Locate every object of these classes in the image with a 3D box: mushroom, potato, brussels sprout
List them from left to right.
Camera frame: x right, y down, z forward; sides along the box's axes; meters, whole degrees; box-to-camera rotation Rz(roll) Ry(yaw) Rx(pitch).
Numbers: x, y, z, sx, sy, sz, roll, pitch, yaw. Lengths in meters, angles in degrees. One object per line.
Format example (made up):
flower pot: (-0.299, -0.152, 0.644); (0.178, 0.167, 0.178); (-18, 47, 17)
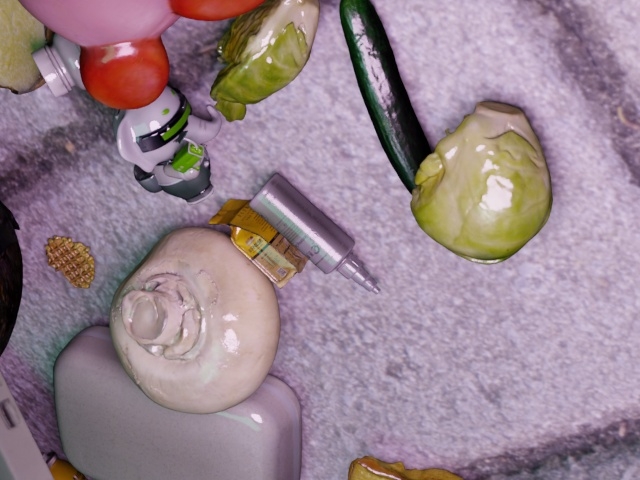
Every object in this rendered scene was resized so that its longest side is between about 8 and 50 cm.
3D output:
potato: (-0.374, -0.288, 1.580); (0.164, 0.081, 0.200); (18, 125, 27)
mushroom: (-0.174, 0.102, 1.638); (0.246, 0.202, 0.246); (-6, 78, 30)
brussels sprout: (-0.061, -0.215, 1.429); (0.181, 0.139, 0.100); (-32, 110, 35)
brussels sprout: (0.191, -0.057, 1.409); (0.145, 0.131, 0.183); (42, 124, 19)

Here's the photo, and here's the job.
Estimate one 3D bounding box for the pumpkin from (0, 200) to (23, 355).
pumpkin: (-0.617, 0.044, 1.687); (0.454, 0.454, 0.344); (22, 102, 13)

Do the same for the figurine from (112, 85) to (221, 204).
figurine: (-0.193, -0.130, 1.557); (0.126, 0.147, 0.192); (-22, 129, 19)

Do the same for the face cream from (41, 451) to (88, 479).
face cream: (-0.379, 0.474, 2.072); (0.105, 0.105, 0.349); (-32, 103, 38)

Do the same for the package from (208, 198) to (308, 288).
package: (-0.073, -0.006, 1.614); (0.131, 0.071, 0.047); (44, 127, -2)

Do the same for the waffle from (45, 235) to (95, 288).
waffle: (-0.362, 0.030, 1.825); (0.085, 0.016, 0.078); (27, 125, 8)

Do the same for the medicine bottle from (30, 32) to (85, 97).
medicine bottle: (-0.272, -0.230, 1.520); (0.140, 0.079, 0.079); (-29, 110, -6)

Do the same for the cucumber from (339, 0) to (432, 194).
cucumber: (0.081, -0.153, 1.448); (0.056, 0.056, 0.284); (-10, 115, 32)

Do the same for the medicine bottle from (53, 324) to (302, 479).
medicine bottle: (-0.210, 0.273, 1.838); (0.375, 0.123, 0.282); (15, 124, 19)

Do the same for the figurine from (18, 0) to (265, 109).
figurine: (-0.228, -0.307, 1.352); (0.269, 0.211, 0.261); (-36, 82, 24)

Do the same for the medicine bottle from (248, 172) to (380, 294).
medicine bottle: (0.000, 0.000, 1.589); (0.199, 0.058, 0.057); (42, 130, -4)

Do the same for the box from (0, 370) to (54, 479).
box: (-0.582, 0.356, 2.040); (0.367, 0.090, 0.373); (-41, 72, 39)

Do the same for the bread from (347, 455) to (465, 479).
bread: (0.143, 0.380, 1.752); (0.233, 0.088, 0.161); (22, 133, 10)
